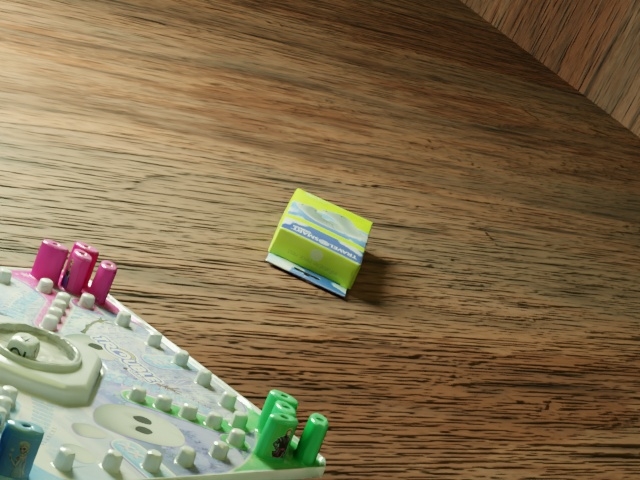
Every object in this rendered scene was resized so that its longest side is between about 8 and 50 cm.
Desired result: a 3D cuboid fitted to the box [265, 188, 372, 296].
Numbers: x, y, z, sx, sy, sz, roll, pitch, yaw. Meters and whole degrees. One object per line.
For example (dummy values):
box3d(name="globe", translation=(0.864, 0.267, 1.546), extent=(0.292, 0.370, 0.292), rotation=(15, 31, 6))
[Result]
box3d(name="box", translation=(0.000, 0.000, 1.881), extent=(0.109, 0.042, 0.178), rotation=(25, 20, -2))

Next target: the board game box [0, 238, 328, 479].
box3d(name="board game box", translation=(-0.239, 0.087, 1.300), extent=(0.390, 0.050, 0.390), rotation=(5, 20, -48))
